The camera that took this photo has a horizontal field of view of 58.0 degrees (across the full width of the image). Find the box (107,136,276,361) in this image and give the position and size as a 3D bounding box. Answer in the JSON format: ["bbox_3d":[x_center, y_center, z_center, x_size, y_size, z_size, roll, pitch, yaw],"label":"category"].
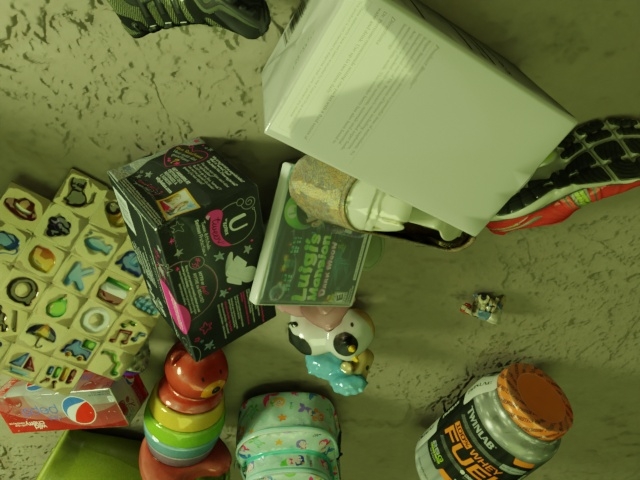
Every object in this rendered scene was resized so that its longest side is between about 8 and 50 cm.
[{"bbox_3d":[-0.169,0.011,0.799,0.142,0.163,0.247,-27,136,-25],"label":"box"}]

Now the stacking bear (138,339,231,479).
[{"bbox_3d":[-0.247,0.308,1.088,0.176,0.164,0.288,-10,128,-40],"label":"stacking bear"}]

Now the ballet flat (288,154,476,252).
[{"bbox_3d":[0.104,-0.047,0.770,0.316,0.106,0.107,11,103,-39],"label":"ballet flat"}]

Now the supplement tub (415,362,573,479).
[{"bbox_3d":[0.347,0.400,1.175,0.194,0.193,0.316,17,128,-17],"label":"supplement tub"}]

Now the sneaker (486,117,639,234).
[{"bbox_3d":[0.360,-0.084,0.832,0.279,0.107,0.118,-17,149,16],"label":"sneaker"}]

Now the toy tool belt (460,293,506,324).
[{"bbox_3d":[0.289,0.113,1.021,0.083,0.052,0.051,20,96,-23],"label":"toy tool belt"}]

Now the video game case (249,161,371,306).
[{"bbox_3d":[0.000,0.000,0.793,0.173,0.022,0.190,7,104,-39],"label":"video game case"}]

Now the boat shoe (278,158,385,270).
[{"bbox_3d":[0.020,-0.039,0.855,0.081,0.069,0.227,-49,130,-11],"label":"boat shoe"}]

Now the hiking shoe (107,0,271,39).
[{"bbox_3d":[-0.168,-0.272,0.639,0.227,0.086,0.114,23,140,-15],"label":"hiking shoe"}]

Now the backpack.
[{"bbox_3d":[-0.066,0.431,1.193,0.225,0.191,0.253,-2,126,0],"label":"backpack"}]

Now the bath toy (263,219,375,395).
[{"bbox_3d":[-0.004,0.112,0.945,0.152,0.129,0.348,-15,130,10],"label":"bath toy"}]

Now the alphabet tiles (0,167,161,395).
[{"bbox_3d":[-0.380,0.074,0.877,0.285,0.011,0.342,30,100,-26],"label":"alphabet tiles"}]

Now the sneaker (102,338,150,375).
[{"bbox_3d":[-0.442,0.160,0.990,0.293,0.102,0.146,33,129,-24],"label":"sneaker"}]

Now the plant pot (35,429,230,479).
[{"bbox_3d":[-0.434,0.572,1.211,0.353,0.366,0.366,31,124,-13],"label":"plant pot"}]

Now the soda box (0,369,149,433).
[{"bbox_3d":[-0.461,0.290,1.068,0.264,0.083,0.092,-8,115,17],"label":"soda box"}]

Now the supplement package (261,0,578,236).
[{"bbox_3d":[0.101,-0.166,0.666,0.293,0.175,0.177,24,120,-22],"label":"supplement package"}]
